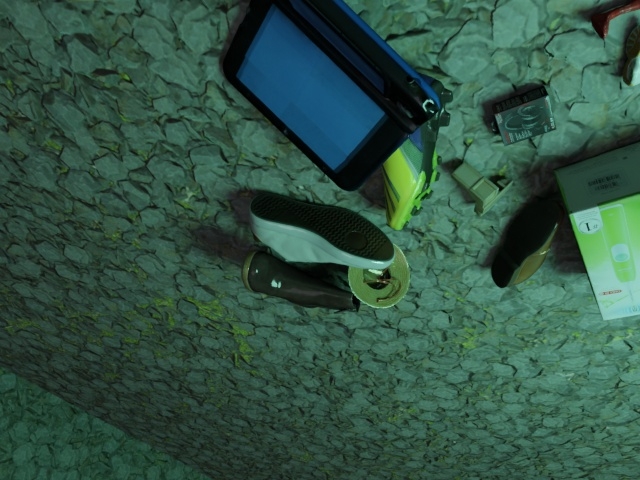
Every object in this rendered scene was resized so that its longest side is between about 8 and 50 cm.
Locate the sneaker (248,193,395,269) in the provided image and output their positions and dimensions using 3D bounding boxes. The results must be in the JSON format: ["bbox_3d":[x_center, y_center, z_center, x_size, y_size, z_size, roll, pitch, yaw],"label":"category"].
[{"bbox_3d":[0.000,0.000,0.882,0.291,0.105,0.123,20,142,6],"label":"sneaker"}]

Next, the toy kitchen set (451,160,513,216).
[{"bbox_3d":[0.277,-0.098,0.769,0.068,0.075,0.083,-43,158,1],"label":"toy kitchen set"}]

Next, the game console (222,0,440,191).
[{"bbox_3d":[-0.017,-0.204,0.579,0.293,0.250,0.173,43,104,-2],"label":"game console"}]

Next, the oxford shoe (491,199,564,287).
[{"bbox_3d":[0.392,0.004,0.823,0.076,0.076,0.212,-7,141,-15],"label":"oxford shoe"}]

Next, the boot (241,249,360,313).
[{"bbox_3d":[-0.031,0.090,0.927,0.207,0.090,0.248,8,164,20],"label":"boot"}]

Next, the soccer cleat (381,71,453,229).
[{"bbox_3d":[0.132,-0.139,0.733,0.121,0.093,0.289,26,143,23],"label":"soccer cleat"}]

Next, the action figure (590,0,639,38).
[{"bbox_3d":[0.458,-0.292,0.465,0.281,0.138,0.091,-16,129,23],"label":"action figure"}]

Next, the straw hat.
[{"bbox_3d":[0.112,0.069,0.937,0.145,0.144,0.061,31,175,-17],"label":"straw hat"}]

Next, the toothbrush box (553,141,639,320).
[{"bbox_3d":[0.533,-0.014,0.725,0.207,0.122,0.283,-18,129,28],"label":"toothbrush box"}]

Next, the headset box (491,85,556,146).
[{"bbox_3d":[0.302,-0.184,0.672,0.084,0.032,0.062,-17,128,24],"label":"headset box"}]

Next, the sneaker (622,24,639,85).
[{"bbox_3d":[0.427,-0.248,0.588,0.037,0.031,0.083,-14,135,7],"label":"sneaker"}]
